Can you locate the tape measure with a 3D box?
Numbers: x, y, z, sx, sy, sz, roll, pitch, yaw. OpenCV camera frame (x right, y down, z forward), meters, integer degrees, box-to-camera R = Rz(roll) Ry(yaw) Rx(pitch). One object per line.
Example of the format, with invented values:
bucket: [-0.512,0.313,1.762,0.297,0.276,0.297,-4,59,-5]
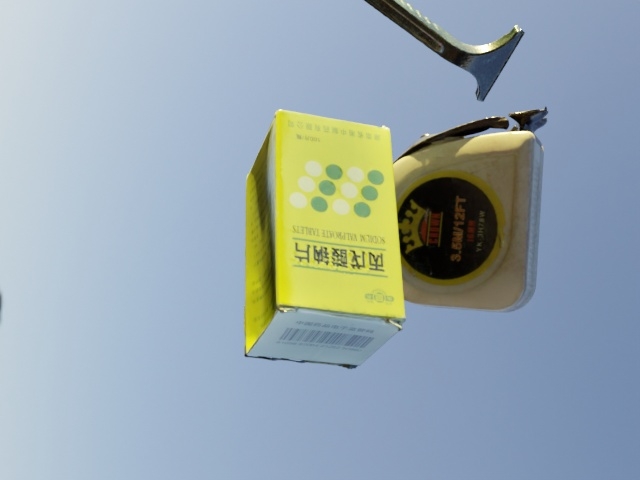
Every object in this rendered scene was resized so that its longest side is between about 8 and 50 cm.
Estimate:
tape measure: [0.182,-0.043,1.095,0.231,0.133,0.271,5,-90,23]

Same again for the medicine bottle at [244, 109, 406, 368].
medicine bottle: [0.000,0.000,0.876,0.141,0.137,0.250,126,-32,-54]

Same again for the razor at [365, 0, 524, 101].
razor: [0.057,-0.179,0.606,0.190,0.033,0.066,38,-46,10]
